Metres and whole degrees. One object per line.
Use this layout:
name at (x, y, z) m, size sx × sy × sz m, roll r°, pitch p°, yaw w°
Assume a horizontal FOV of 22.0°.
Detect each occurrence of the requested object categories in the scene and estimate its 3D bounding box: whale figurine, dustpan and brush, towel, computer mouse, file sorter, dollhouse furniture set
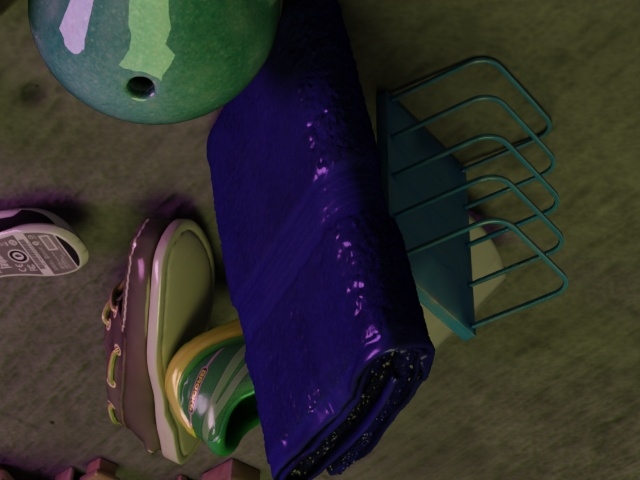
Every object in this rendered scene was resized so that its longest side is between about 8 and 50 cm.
whale figurine at (-0.113, -0.185, 1.091) m, size 0.216 × 0.141 × 0.272 m, roll 5°, pitch 144°, yaw -1°
dustpan and brush at (0.064, -0.011, 1.356) m, size 0.060 × 0.147 × 0.211 m, roll 20°, pitch 143°, yaw 45°
towel at (0.000, 0.000, 1.207) m, size 0.076 × 0.308 × 0.227 m, roll 1°, pitch 149°, yaw -25°
computer mouse at (-0.288, 0.002, 1.455) m, size 0.193 × 0.042 × 0.106 m, roll -4°, pitch 139°, yaw 21°
file sorter at (0.118, -0.036, 1.254) m, size 0.104 × 0.170 × 0.118 m, roll -24°, pitch 136°, yaw 27°
dollhouse furniture set at (-0.188, 0.299, 1.800) m, size 0.161 × 0.101 × 0.182 m, roll 29°, pitch 137°, yaw -30°

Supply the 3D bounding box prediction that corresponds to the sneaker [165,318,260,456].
sneaker at (0.013, 0.101, 1.443) m, size 0.296 × 0.123 × 0.109 m, roll -28°, pitch 146°, yaw -3°

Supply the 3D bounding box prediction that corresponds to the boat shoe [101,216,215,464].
boat shoe at (-0.154, 0.088, 1.502) m, size 0.091 × 0.109 × 0.305 m, roll 22°, pitch 140°, yaw 18°

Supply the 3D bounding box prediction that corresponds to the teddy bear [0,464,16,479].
teddy bear at (-0.305, 0.365, 1.817) m, size 0.113 × 0.338 × 0.245 m, roll -49°, pitch 162°, yaw 9°

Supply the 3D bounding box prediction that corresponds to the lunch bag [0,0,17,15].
lunch bag at (-0.289, -0.199, 0.913) m, size 0.235 × 0.287 × 0.169 m, roll 21°, pitch 149°, yaw 21°
